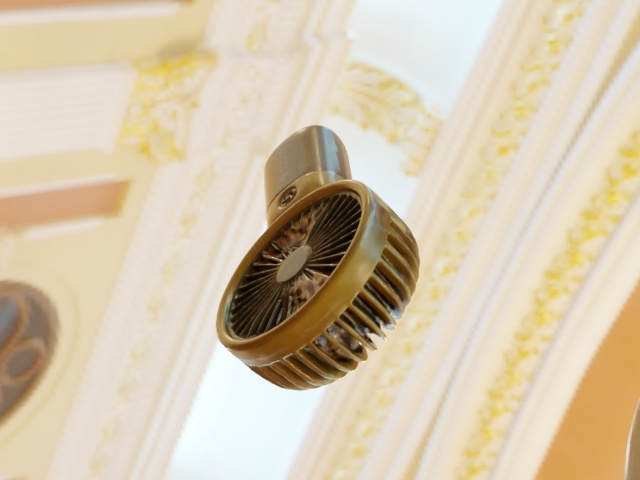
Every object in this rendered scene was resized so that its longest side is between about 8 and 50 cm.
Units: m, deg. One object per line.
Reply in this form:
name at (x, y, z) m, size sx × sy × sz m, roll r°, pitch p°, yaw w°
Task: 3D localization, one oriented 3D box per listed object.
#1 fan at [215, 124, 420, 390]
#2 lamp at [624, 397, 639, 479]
fan at (0.000, 0.000, 0.656) m, size 0.082 × 0.039 × 0.155 m, roll -40°, pitch -155°, yaw 19°
lamp at (0.235, 0.128, 0.829) m, size 0.179 × 0.108 × 0.246 m, roll -37°, pitch -149°, yaw 56°
